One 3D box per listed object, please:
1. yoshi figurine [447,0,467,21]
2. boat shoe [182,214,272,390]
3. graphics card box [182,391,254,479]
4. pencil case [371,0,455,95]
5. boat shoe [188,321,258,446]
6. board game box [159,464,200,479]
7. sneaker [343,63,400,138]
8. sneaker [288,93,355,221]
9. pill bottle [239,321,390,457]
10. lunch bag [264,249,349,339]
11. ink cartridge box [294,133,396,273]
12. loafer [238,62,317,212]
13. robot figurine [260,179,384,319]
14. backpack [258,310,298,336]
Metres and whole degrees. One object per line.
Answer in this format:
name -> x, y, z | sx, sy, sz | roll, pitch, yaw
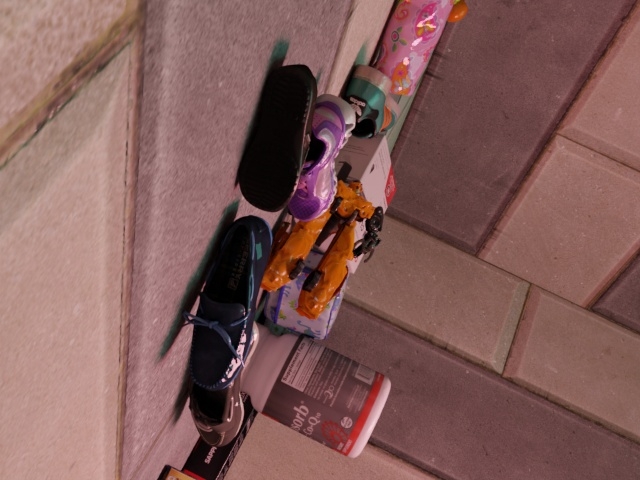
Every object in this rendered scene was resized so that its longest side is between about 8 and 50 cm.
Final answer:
yoshi figurine -> 0.361, -0.626, 1.773 | 0.362, 0.203, 0.203 | 84, 8, -72
boat shoe -> -0.144, 0.086, 1.139 | 0.089, 0.109, 0.258 | 13, 87, -78
graphics card box -> -0.245, 0.504, 2.102 | 0.370, 0.094, 0.232 | -61, 174, -24
pencil case -> 0.201, -0.460, 1.757 | 0.124, 0.124, 0.284 | -57, 170, -56
boat shoe -> -0.193, 0.261, 1.425 | 0.095, 0.112, 0.335 | -33, 147, -46
board game box -> -0.248, 0.596, 1.673 | 0.165, 0.243, 0.042 | -62, -165, -16
sneaker -> 0.094, -0.270, 1.709 | 0.121, 0.108, 0.302 | -63, 167, -3
sneaker -> -0.020, -0.125, 1.335 | 0.104, 0.095, 0.236 | -48, 159, -50
pill bottle -> -0.036, 0.345, 1.903 | 0.210, 0.363, 0.210 | 25, 90, -85
lunch bag -> -0.039, 0.122, 1.849 | 0.090, 0.176, 0.219 | -60, 170, -46
ink cartridge box -> 0.063, -0.091, 1.843 | 0.272, 0.114, 0.197 | -61, 151, -29
loafer -> -0.043, -0.132, 1.045 | 0.078, 0.080, 0.220 | -57, 171, -53
robot figurine -> 0.000, 0.000, 1.618 | 0.291, 0.211, 0.085 | -58, -164, -18
backpack -> -0.094, 0.209, 2.067 | 0.152, 0.115, 0.182 | -13, 126, -80
